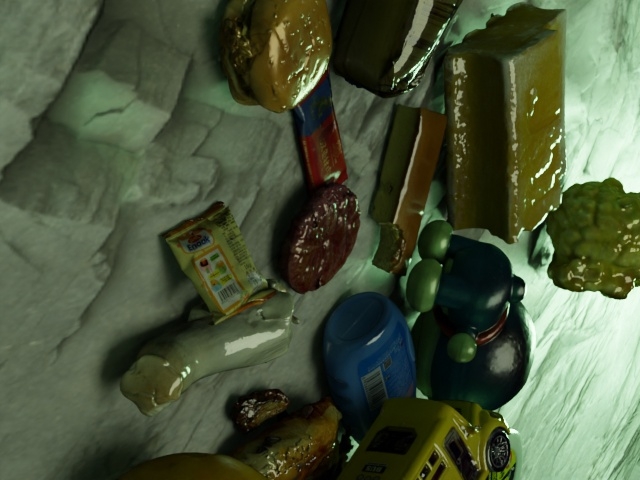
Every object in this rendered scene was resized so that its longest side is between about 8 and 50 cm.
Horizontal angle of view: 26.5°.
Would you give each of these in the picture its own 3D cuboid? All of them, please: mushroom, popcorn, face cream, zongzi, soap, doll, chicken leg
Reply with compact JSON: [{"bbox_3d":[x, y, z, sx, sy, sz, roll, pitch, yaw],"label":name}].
[{"bbox_3d":[-0.115,0.114,1.470,0.278,0.096,0.099,-23,123,-50],"label":"mushroom"},{"bbox_3d":[0.483,0.009,2.364,0.251,0.206,0.237,-45,156,-24],"label":"popcorn"},{"bbox_3d":[0.076,0.189,1.845,0.149,0.083,0.264,-45,141,-28],"label":"face cream"},{"bbox_3d":[0.134,-0.300,1.680,0.289,0.123,0.260,-4,112,-64],"label":"zongzi"},{"bbox_3d":[0.277,-0.176,1.977,0.259,0.143,0.281,-42,133,-48],"label":"soap"},{"bbox_3d":[0.212,0.128,1.932,0.322,0.186,0.199,82,22,-53],"label":"doll"},{"bbox_3d":[-0.065,0.207,1.661,0.145,0.037,0.062,3,115,-62],"label":"chicken leg"}]

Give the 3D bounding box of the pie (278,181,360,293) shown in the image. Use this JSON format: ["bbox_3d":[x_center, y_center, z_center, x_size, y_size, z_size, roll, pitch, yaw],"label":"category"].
[{"bbox_3d":[0.000,0.000,1.656,0.154,0.036,0.154,-45,149,-36],"label":"pie"}]

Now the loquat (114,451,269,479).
[{"bbox_3d":[-0.139,0.332,1.396,0.235,0.235,0.235,-35,133,-49],"label":"loquat"}]

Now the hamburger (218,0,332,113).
[{"bbox_3d":[-0.046,-0.212,1.440,0.147,0.083,0.138,-53,140,-39],"label":"hamburger"}]

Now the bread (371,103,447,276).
[{"bbox_3d":[0.110,-0.066,1.819,0.088,0.049,0.226,7,98,-62],"label":"bread"}]

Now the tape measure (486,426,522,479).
[{"bbox_3d":[0.242,0.344,2.197,0.215,0.097,0.351,-44,142,-40],"label":"tape measure"}]

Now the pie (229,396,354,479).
[{"bbox_3d":[-0.042,0.336,1.713,0.308,0.085,0.308,-37,135,-49],"label":"pie"}]

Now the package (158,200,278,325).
[{"bbox_3d":[-0.107,0.025,1.450,0.108,0.031,0.121,-33,95,-51],"label":"package"}]

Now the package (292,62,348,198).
[{"bbox_3d":[-0.002,-0.127,1.621,0.083,0.022,0.200,-50,145,-36],"label":"package"}]

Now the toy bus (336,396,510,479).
[{"bbox_3d":[0.113,0.314,1.740,0.331,0.145,0.151,-53,126,-37],"label":"toy bus"}]
